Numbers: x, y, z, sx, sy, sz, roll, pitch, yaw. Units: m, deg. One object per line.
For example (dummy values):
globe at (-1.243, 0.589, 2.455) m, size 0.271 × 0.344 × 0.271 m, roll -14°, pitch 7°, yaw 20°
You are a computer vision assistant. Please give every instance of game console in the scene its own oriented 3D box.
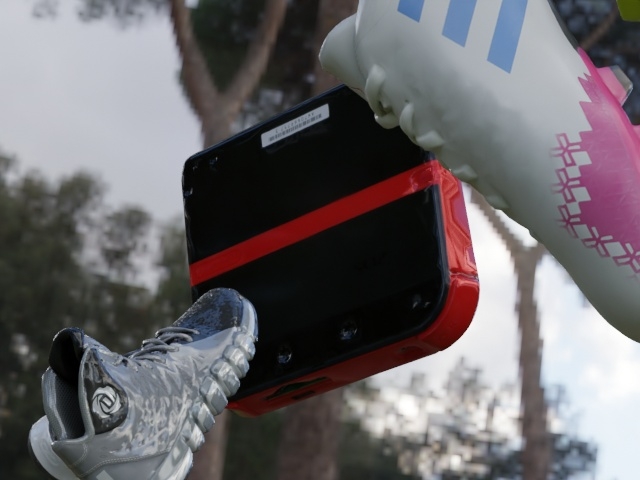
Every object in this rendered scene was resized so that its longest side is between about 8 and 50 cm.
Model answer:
game console at (0.000, 0.000, 1.978) m, size 0.387 × 0.342 × 0.060 m, roll -23°, pitch -28°, yaw 34°

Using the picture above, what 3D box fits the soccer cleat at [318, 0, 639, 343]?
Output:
soccer cleat at (0.086, -0.075, 0.929) m, size 0.143 × 0.331 × 0.116 m, roll -23°, pitch -20°, yaw 2°

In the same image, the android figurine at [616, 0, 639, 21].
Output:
android figurine at (0.261, -0.215, 1.128) m, size 0.248 × 0.056 × 0.273 m, roll 9°, pitch -37°, yaw 35°

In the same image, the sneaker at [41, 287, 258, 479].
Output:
sneaker at (-0.133, 0.089, 1.295) m, size 0.086 × 0.228 × 0.132 m, roll -26°, pitch -61°, yaw 38°

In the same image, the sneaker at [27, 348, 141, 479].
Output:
sneaker at (-0.133, 0.128, 1.435) m, size 0.106 × 0.078 × 0.234 m, roll -41°, pitch -11°, yaw 32°
